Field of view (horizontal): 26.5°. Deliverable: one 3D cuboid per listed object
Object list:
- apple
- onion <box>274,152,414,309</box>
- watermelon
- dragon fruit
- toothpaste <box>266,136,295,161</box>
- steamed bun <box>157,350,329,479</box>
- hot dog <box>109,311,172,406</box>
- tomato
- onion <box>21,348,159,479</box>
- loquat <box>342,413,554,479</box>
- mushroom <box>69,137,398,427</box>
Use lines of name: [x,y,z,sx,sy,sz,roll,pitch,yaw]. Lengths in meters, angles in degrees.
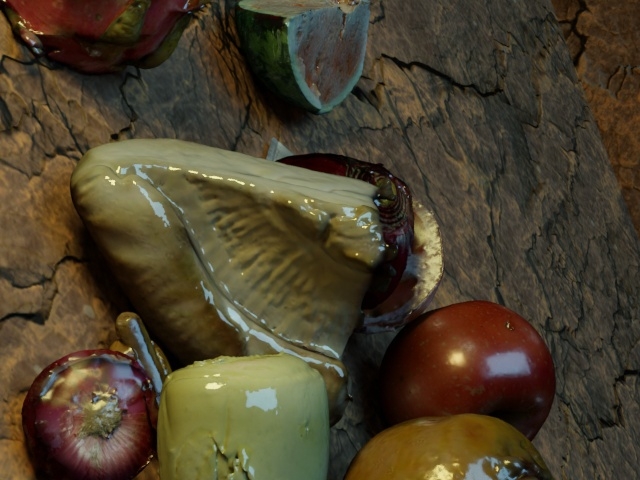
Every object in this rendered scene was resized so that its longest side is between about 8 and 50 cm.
apple: [0.214,0.211,2.001,0.260,0.260,0.216,31,17,-43]
onion: [-0.004,0.000,1.887,0.207,0.216,0.206,17,55,-39]
watermelon: [-0.034,-0.315,2.138,0.224,0.180,0.305,51,27,4]
dragon fruit: [-0.246,-0.380,1.771,0.296,0.263,0.314,28,42,-46]
toothpaste: [0.031,-0.031,2.121,0.323,0.066,0.100,41,35,-23]
steamed bun: [-0.068,0.237,1.478,0.273,0.166,0.232,27,57,-76]
hot dog: [-0.205,0.154,1.580,0.090,0.060,0.140,10,53,-60]
tomato: [0.099,0.048,2.028,0.112,0.199,0.228,55,49,-58]
onion: [-0.245,0.192,1.456,0.150,0.140,0.150,2,81,-15]
loquat: [0.162,0.379,1.716,0.328,0.328,0.328,38,36,-35]
mushroom: [-0.130,0.039,1.676,0.397,0.314,0.224,14,15,-12]
